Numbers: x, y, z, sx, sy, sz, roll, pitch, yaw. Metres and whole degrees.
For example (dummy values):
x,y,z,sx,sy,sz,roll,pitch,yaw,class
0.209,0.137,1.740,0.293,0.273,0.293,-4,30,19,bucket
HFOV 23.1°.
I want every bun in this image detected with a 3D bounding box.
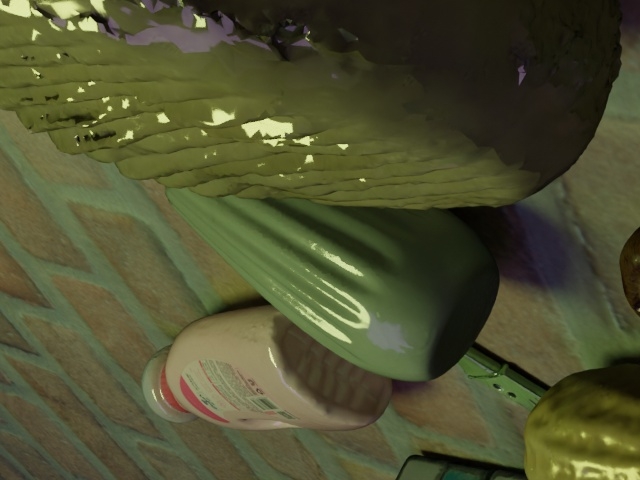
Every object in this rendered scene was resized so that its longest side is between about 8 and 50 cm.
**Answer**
x,y,z,sx,sy,sz,roll,pitch,yaw,class
-0.031,-0.140,0.753,0.362,0.234,0.326,18,164,-9,bun

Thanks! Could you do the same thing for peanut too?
x,y,z,sx,sy,sz,roll,pitch,yaw,class
0.277,0.158,1.076,0.306,0.147,0.147,0,141,47,peanut

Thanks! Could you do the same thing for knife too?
x,y,z,sx,sy,sz,roll,pitch,yaw,class
0.125,0.100,1.273,0.293,0.020,0.043,30,154,0,knife

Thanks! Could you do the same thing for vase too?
x,y,z,sx,sy,sz,roll,pitch,yaw,class
0.000,0.000,1.111,0.248,0.128,0.128,30,157,22,vase

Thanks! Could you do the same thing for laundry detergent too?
x,y,z,sx,sy,sz,roll,pitch,yaw,class
-0.070,0.128,1.475,0.159,0.088,0.335,39,156,-19,laundry detergent

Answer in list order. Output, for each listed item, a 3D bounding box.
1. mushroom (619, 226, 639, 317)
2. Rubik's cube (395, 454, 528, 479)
x,y,z,sx,sy,sz,roll,pitch,yaw,class
0.237,0.031,0.924,0.127,0.087,0.127,29,155,15,mushroom
0.191,0.404,1.450,0.292,0.287,0.293,2,143,47,Rubik's cube
